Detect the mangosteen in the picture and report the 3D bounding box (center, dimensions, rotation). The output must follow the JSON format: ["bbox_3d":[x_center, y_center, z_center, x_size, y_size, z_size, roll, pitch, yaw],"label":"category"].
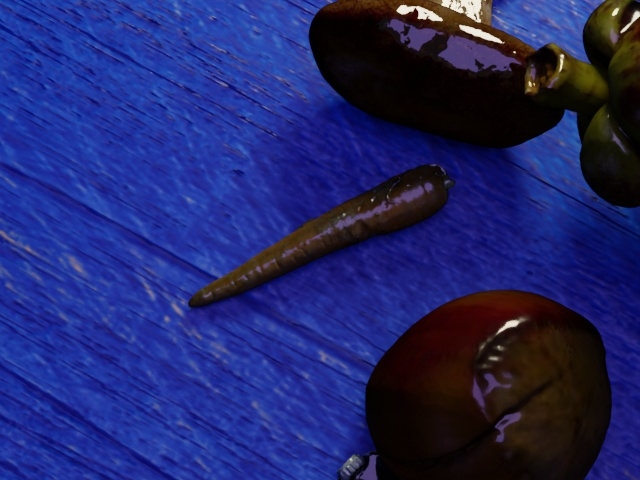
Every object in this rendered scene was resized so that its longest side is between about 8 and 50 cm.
[{"bbox_3d":[0.351,-0.105,1.352,0.313,0.297,0.297,-21,76,38],"label":"mangosteen"}]

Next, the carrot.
[{"bbox_3d":[0.000,0.000,1.469,0.254,0.049,0.049,-26,80,-2],"label":"carrot"}]

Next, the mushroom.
[{"bbox_3d":[0.114,-0.200,1.484,0.227,0.148,0.218,21,60,-7],"label":"mushroom"}]

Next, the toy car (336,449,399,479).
[{"bbox_3d":[0.011,0.264,1.406,0.095,0.056,0.205,43,80,6],"label":"toy car"}]

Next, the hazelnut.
[{"bbox_3d":[0.127,0.130,1.383,0.208,0.208,0.208,0,78,-1],"label":"hazelnut"}]
